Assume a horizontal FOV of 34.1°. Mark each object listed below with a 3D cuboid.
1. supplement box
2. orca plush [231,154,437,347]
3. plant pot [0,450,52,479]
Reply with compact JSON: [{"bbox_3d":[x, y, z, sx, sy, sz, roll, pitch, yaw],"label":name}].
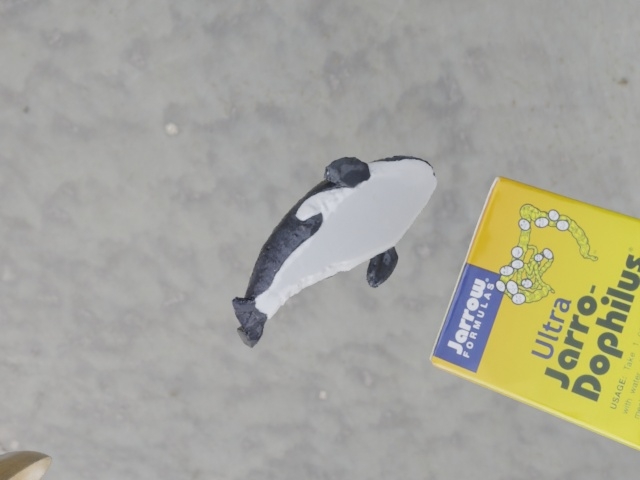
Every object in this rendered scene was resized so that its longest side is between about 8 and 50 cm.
[{"bbox_3d":[0.320,0.093,0.976,0.356,0.194,0.195,20,91,29],"label":"supplement box"},{"bbox_3d":[0.000,0.000,1.166,0.151,0.287,0.102,46,164,-31],"label":"orca plush"},{"bbox_3d":[-0.346,0.270,0.949,0.032,0.236,0.236,46,128,7],"label":"plant pot"}]
